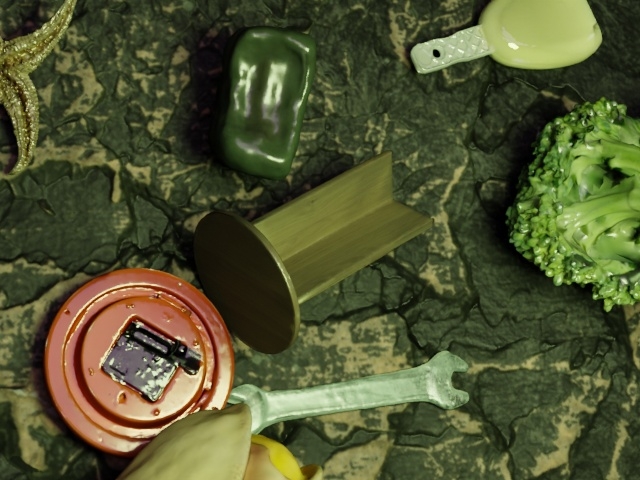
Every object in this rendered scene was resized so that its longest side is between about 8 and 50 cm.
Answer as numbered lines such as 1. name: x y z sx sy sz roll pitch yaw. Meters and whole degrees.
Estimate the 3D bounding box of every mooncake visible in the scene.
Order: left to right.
1. mooncake: -0.063 -0.152 1.536 0.104 0.168 0.175 13 57 -14

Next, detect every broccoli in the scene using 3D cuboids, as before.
1. broccoli: 0.372 -0.042 1.627 0.288 0.260 0.235 -50 139 -7

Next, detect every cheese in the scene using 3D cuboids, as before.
1. cheese: 0.222 -0.252 1.721 0.251 0.054 0.127 -20 80 -22

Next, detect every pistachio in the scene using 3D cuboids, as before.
1. pistachio: -0.122 0.313 1.358 0.230 0.230 0.309 39 63 -5

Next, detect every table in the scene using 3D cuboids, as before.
1. table: 0.000 0.000 1.532 0.227 0.167 0.167 -30 87 -32

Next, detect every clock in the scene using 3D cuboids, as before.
1. clock: -0.190 0.129 1.478 0.205 0.051 0.205 5 74 -17

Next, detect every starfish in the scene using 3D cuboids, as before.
1. starfish: -0.348 -0.186 1.507 0.238 0.057 0.213 -37 97 -20

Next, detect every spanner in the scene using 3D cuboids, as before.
1. spanner: 0.033 0.172 1.561 0.302 0.017 0.071 -5 77 -20
